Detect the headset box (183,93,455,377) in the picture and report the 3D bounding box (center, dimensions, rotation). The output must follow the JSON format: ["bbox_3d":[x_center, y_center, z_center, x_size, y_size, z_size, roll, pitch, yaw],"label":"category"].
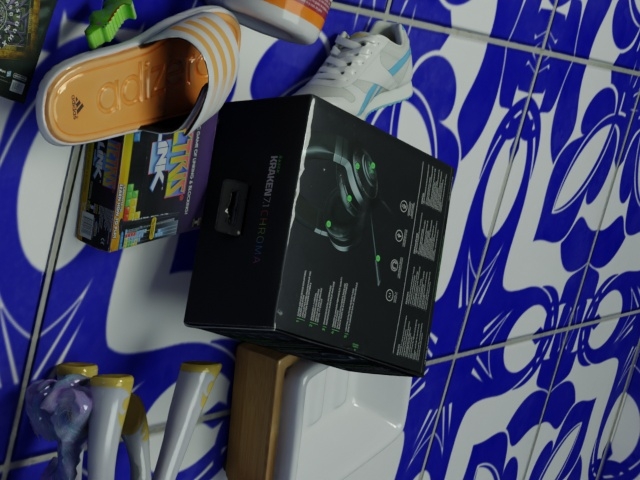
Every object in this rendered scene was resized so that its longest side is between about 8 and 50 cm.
[{"bbox_3d":[0.000,0.000,1.431,0.283,0.131,0.246,20,74,-48],"label":"headset box"}]

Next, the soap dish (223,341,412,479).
[{"bbox_3d":[0.001,0.188,1.675,0.291,0.118,0.229,-27,131,-51],"label":"soap dish"}]

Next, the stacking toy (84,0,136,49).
[{"bbox_3d":[-0.148,-0.293,1.157,0.221,0.052,0.167,-56,153,-32],"label":"stacking toy"}]

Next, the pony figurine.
[{"bbox_3d":[-0.211,0.304,1.286,0.351,0.302,0.364,3,90,-68],"label":"pony figurine"}]

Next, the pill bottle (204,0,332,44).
[{"bbox_3d":[-0.022,-0.314,1.313,0.121,0.121,0.221,20,90,-61],"label":"pill bottle"}]

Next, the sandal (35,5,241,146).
[{"bbox_3d":[-0.136,-0.134,1.187,0.265,0.076,0.102,-33,130,-49],"label":"sandal"}]

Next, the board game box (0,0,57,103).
[{"bbox_3d":[-0.281,-0.189,1.053,0.186,0.026,0.126,18,91,-61],"label":"board game box"}]

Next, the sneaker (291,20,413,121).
[{"bbox_3d":[0.030,-0.187,1.532,0.228,0.087,0.092,-36,129,-53],"label":"sneaker"}]

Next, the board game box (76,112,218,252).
[{"bbox_3d":[-0.163,-0.085,1.298,0.141,0.048,0.170,-17,123,-53],"label":"board game box"}]
